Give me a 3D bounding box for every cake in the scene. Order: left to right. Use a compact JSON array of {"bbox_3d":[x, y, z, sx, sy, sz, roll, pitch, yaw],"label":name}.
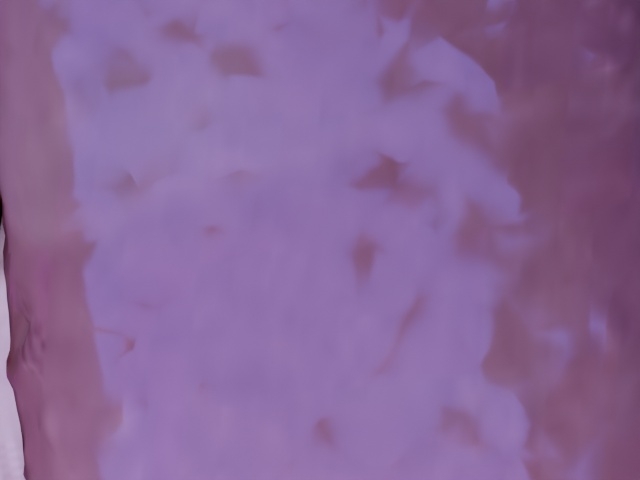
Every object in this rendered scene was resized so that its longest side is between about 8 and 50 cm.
[{"bbox_3d":[0.000,0.000,0.584,0.230,0.237,0.309,-4,78,-6],"label":"cake"}]

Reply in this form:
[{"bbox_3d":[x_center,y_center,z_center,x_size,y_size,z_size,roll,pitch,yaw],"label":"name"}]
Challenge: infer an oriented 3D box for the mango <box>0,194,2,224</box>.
[{"bbox_3d":[-0.238,-0.058,0.623,0.262,0.157,0.109,29,39,3],"label":"mango"}]
